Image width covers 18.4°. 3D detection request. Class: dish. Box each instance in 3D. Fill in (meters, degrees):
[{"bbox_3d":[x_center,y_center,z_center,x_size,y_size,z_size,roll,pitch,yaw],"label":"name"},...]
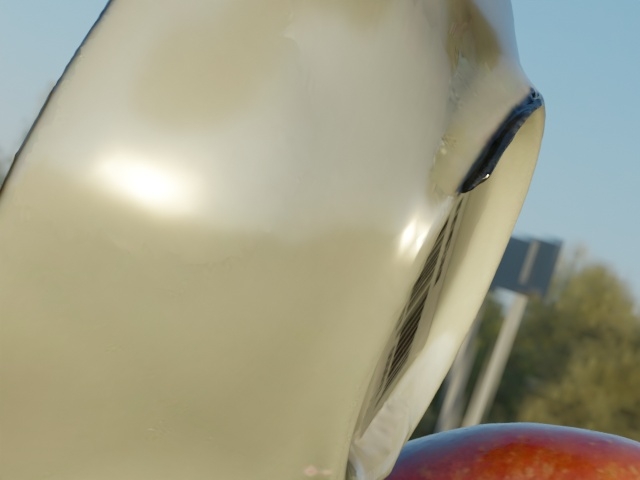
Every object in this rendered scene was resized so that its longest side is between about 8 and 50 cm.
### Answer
[{"bbox_3d":[0.000,0.000,0.404,0.066,0.190,0.191,26,-2,13],"label":"dish"}]

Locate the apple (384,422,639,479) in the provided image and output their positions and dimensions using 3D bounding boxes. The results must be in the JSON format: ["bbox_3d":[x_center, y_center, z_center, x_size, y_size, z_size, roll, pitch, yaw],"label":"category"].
[{"bbox_3d":[0.096,0.195,0.960,0.242,0.242,0.241,19,-2,8],"label":"apple"}]
